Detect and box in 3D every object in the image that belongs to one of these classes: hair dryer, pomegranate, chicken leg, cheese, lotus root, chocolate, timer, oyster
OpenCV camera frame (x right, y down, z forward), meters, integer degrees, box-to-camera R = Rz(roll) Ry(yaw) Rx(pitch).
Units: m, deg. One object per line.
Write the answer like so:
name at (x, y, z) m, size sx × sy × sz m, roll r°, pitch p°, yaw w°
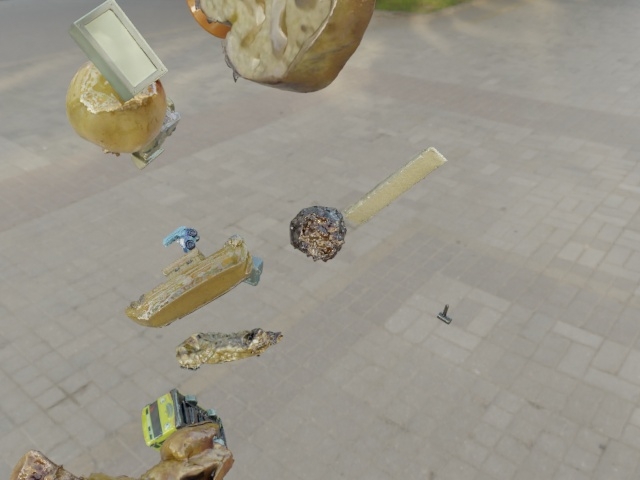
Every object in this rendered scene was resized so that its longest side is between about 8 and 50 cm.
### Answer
hair dryer at (0.410, 0.235, 1.844) m, size 0.047 × 0.083 × 0.026 m, roll 31°, pitch 52°, yaw 26°
pomegranate at (-0.627, -0.404, 1.751) m, size 0.320 × 0.318 × 0.319 m, roll -2°, pitch 31°, yaw 1°
chicken leg at (-0.269, 0.404, 0.903) m, size 0.410 × 0.182 × 0.295 m, roll 32°, pitch 47°, yaw -18°
cheese at (0.236, -0.172, 1.865) m, size 0.400 × 0.085 × 0.034 m, roll -36°, pitch 34°, yaw 33°
lotus root at (-0.052, -0.430, 0.854) m, size 0.111 × 0.390 × 0.375 m, roll -8°, pitch -17°, yaw -42°
chocolate at (0.000, 0.000, 2.069) m, size 0.224 × 0.206 × 0.177 m, roll -45°, pitch 33°, yaw 18°
timer at (-0.173, -0.501, 1.135) m, size 0.152 × 0.132 × 0.132 m, roll -23°, pitch 15°, yaw 39°
oyster at (-0.279, 0.305, 1.685) m, size 0.345 × 0.078 × 0.128 m, roll -11°, pitch 35°, yaw 13°

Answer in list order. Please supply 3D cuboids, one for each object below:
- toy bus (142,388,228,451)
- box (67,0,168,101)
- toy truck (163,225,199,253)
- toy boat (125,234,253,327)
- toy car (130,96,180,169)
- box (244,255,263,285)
toy bus at (-0.383, 0.537, 1.596) m, size 0.150 × 0.262 × 0.128 m, roll -28°, pitch 48°, yaw 4°
box at (-0.538, -0.506, 1.511) m, size 0.129 × 0.225 × 0.086 m, roll -49°, pitch 27°, yaw -24°
toy truck at (-0.378, -0.001, 1.537) m, size 0.090 × 0.056 × 0.073 m, roll 5°, pitch 69°, yaw 0°
toy boat at (-0.309, 0.094, 1.328) m, size 0.321 × 0.089 × 0.121 m, roll -31°, pitch 54°, yaw -5°
toy car at (-0.713, -0.454, 2.066) m, size 0.336 × 0.226 × 0.242 m, roll 33°, pitch 32°, yaw -7°
box at (-0.209, 0.075, 1.599) m, size 0.099 × 0.074 × 0.054 m, roll 21°, pitch 44°, yaw 11°
